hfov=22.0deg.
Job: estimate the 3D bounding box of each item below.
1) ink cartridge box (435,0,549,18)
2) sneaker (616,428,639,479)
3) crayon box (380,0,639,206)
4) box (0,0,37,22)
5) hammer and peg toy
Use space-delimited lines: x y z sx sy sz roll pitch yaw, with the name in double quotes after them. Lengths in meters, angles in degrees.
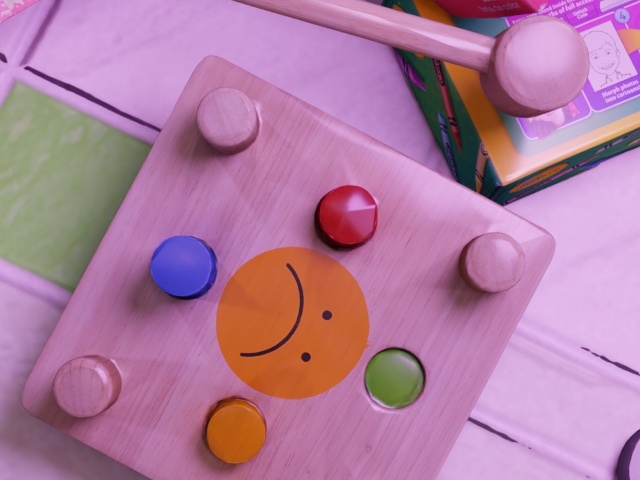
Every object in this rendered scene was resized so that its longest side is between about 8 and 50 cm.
0.066 -0.315 0.999 0.306 0.131 0.226 39 83 -23 "ink cartridge box"
0.331 0.181 1.046 0.270 0.145 0.090 28 74 1 "sneaker"
0.201 -0.149 1.149 0.278 0.081 0.165 -22 79 -12 "crayon box"
-0.175 -0.262 1.072 0.300 0.154 0.142 -34 118 -15 "box"
0.000 0.000 1.029 0.266 0.127 0.361 27 88 1 "hammer and peg toy"
